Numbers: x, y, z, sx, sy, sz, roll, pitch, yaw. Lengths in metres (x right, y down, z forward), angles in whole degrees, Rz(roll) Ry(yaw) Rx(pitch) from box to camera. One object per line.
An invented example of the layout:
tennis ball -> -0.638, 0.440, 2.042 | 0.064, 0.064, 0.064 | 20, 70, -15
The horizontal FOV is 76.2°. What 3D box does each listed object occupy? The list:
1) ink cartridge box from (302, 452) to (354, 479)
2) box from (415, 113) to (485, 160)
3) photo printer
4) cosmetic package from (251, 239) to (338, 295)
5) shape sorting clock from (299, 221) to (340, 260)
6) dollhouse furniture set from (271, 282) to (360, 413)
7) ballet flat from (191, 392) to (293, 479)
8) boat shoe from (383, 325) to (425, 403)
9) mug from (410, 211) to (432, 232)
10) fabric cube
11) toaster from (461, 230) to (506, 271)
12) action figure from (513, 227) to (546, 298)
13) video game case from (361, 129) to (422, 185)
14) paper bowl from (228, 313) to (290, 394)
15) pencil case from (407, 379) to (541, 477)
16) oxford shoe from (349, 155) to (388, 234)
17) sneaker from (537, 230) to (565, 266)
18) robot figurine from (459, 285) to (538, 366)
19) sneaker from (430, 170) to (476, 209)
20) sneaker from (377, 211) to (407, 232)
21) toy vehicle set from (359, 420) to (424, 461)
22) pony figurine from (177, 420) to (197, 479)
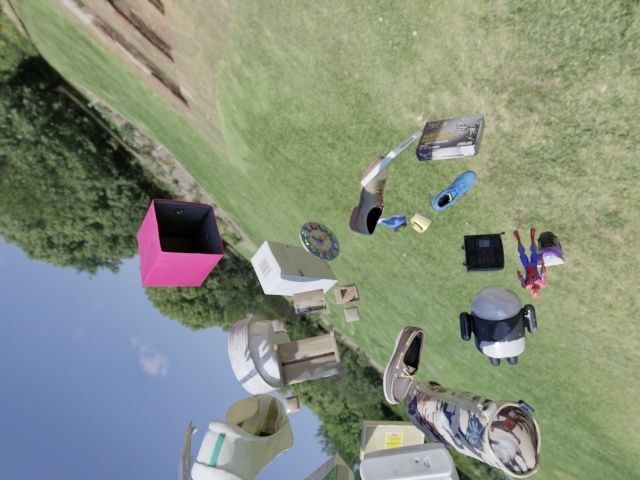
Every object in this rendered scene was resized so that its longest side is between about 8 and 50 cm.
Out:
ink cartridge box -> -0.011, 0.983, 1.552 | 0.117, 0.278, 0.201 | 50, -177, 4
box -> 0.508, -0.400, 1.596 | 0.231, 0.183, 0.056 | 2, 144, 35
photo printer -> 0.275, 0.704, 1.209 | 0.307, 0.256, 0.107 | 64, -164, -45
cosmetic package -> -0.122, 0.147, 2.003 | 0.385, 0.156, 0.217 | 9, -138, -47
shape sorting clock -> 0.000, 0.000, 1.779 | 0.206, 0.206, 0.040 | 41, 128, 3
dollhouse furniture set -> 0.008, 0.353, 1.363 | 0.174, 0.303, 0.356 | 89, 170, -73
ballet flat -> -0.131, 0.383, 0.834 | 0.139, 0.139, 0.400 | 39, 176, 15
boat shoe -> 0.351, 0.512, 1.679 | 0.116, 0.324, 0.096 | 27, 162, -19
mug -> 0.371, -0.072, 1.518 | 0.064, 0.062, 0.078 | 36, -164, -1
fabric cube -> -0.584, 0.016, 1.680 | 0.254, 0.258, 0.259 | 4, -125, -38
toaster -> 0.725, 0.056, 1.810 | 0.185, 0.168, 0.110 | -4, 168, 12
action figure -> 0.739, 0.063, 1.447 | 0.091, 0.280, 0.139 | -11, 143, 26
video game case -> 0.232, -0.271, 1.345 | 0.022, 0.173, 0.190 | 49, 145, 2
paper bowl -> -0.206, 0.414, 1.525 | 0.284, 0.148, 0.284 | 57, -161, -31
pencil case -> 0.391, 0.483, 1.113 | 0.184, 0.160, 0.410 | 64, 160, 3
oxford shoe -> 0.239, -0.186, 1.746 | 0.123, 0.348, 0.130 | 8, -169, -35
sneaker -> 0.948, 0.032, 1.706 | 0.102, 0.146, 0.293 | -13, 169, 32
robot figurine -> 0.621, 0.296, 1.429 | 0.173, 0.209, 0.278 | 14, 120, 61
sneaker -> 0.515, -0.187, 1.551 | 0.069, 0.209, 0.082 | 51, -177, -6
sneaker -> 0.321, -0.072, 1.870 | 0.058, 0.152, 0.085 | -101, -5, -84
toy vehicle set -> 0.305, 0.854, 1.729 | 0.266, 0.166, 0.035 | 5, -176, -8
pony figurine -> -0.339, 0.693, 1.051 | 0.363, 0.303, 0.351 | 22, 178, -7
